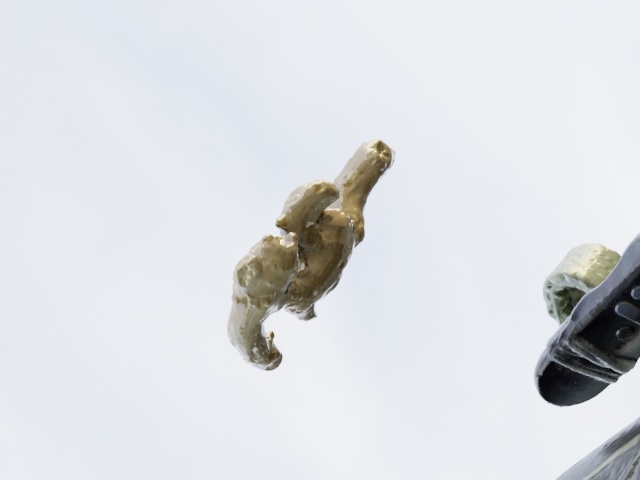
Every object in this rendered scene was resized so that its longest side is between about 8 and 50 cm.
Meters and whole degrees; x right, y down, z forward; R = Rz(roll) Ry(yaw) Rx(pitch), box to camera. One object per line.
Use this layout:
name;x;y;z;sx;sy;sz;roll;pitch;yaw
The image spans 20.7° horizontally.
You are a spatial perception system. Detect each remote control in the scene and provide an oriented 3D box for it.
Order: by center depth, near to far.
remote control;0.280;0.042;1.536;0.090;0.066;0.266;28;-62;-25

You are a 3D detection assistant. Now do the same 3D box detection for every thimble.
thimble;0.269;0.060;1.696;0.062;0.084;0.110;-43;-73;-37

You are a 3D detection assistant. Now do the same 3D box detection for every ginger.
ginger;-0.003;-0.006;1.627;0.258;0.065;0.149;-54;-22;-20

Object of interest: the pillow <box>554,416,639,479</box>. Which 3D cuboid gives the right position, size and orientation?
pillow;0.286;0.202;1.487;0.092;0.335;0.161;49;-158;-3
